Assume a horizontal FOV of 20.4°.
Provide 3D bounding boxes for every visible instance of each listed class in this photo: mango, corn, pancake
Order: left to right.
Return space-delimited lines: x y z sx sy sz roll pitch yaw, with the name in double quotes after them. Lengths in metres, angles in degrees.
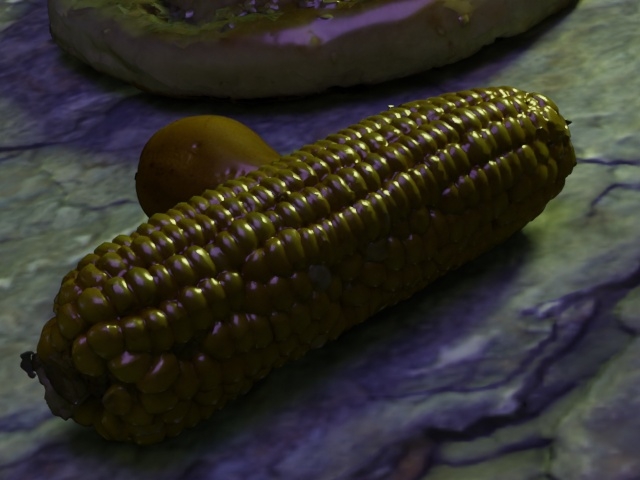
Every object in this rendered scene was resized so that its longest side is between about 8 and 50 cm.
-0.051 -0.029 0.975 0.114 0.060 0.080 20 48 31 "mango"
-0.004 -0.215 1.206 0.387 0.082 0.387 -8 38 7 "pancake"
0.000 -0.003 0.888 0.313 0.102 0.102 -30 39 -25 "corn"
